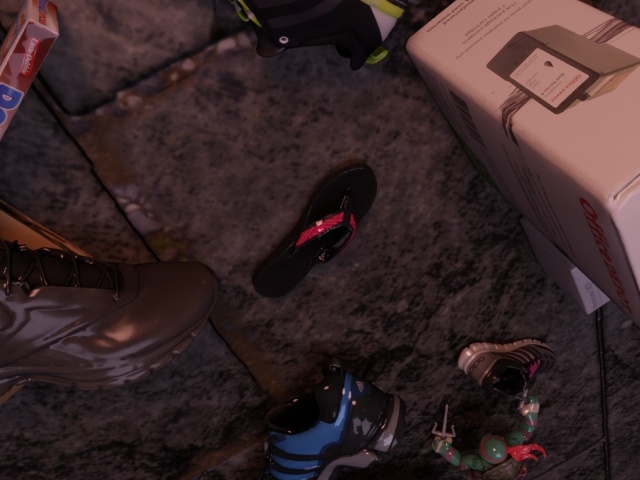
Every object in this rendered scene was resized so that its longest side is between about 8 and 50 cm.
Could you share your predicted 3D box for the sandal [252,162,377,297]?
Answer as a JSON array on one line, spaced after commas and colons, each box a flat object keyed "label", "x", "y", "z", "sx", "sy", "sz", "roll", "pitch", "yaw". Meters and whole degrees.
[{"label": "sandal", "x": 0.000, "y": 0.000, "z": 0.643, "sx": 0.067, "sy": 0.040, "sz": 0.179, "roll": 26, "pitch": 111, "yaw": -38}]

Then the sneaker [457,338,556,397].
[{"label": "sneaker", "x": 0.278, "y": 0.186, "z": 0.900, "sx": 0.171, "sy": 0.074, "sz": 0.063, "roll": 5, "pitch": 123, "yaw": -29}]

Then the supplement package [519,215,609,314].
[{"label": "supplement package", "x": 0.350, "y": -0.019, "z": 0.752, "sx": 0.179, "sy": 0.105, "sz": 0.105, "roll": -36, "pitch": 133, "yaw": 5}]

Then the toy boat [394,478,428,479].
[{"label": "toy boat", "x": 0.066, "y": 0.505, "z": 1.024, "sx": 0.268, "sy": 0.148, "sz": 0.318, "roll": 14, "pitch": 111, "yaw": -39}]

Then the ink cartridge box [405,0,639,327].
[{"label": "ink cartridge box", "x": 0.212, "y": -0.079, "z": 0.524, "sx": 0.115, "sy": 0.272, "sz": 0.198, "roll": -38, "pitch": 133, "yaw": 6}]

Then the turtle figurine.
[{"label": "turtle figurine", "x": 0.263, "y": 0.319, "z": 0.973, "sx": 0.175, "sy": 0.118, "sz": 0.234, "roll": -18, "pitch": 145, "yaw": 7}]

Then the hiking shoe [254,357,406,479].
[{"label": "hiking shoe", "x": -0.029, "y": 0.267, "z": 0.820, "sx": 0.132, "sy": 0.113, "sz": 0.304, "roll": 39, "pitch": 112, "yaw": -10}]

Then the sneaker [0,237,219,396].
[{"label": "sneaker", "x": -0.224, "y": 0.055, "z": 0.512, "sx": 0.287, "sy": 0.109, "sz": 0.130, "roll": -14, "pitch": 124, "yaw": -18}]

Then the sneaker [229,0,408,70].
[{"label": "sneaker", "x": -0.036, "y": -0.178, "z": 0.456, "sx": 0.235, "sy": 0.084, "sz": 0.097, "roll": 9, "pitch": 123, "yaw": -31}]

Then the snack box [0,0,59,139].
[{"label": "snack box", "x": -0.236, "y": -0.086, "z": 0.446, "sx": 0.022, "sy": 0.064, "sz": 0.178, "roll": 25, "pitch": 112, "yaw": -36}]

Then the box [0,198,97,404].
[{"label": "box", "x": -0.300, "y": 0.065, "z": 0.565, "sx": 0.201, "sy": 0.021, "sz": 0.164, "roll": -39, "pitch": 132, "yaw": 8}]
